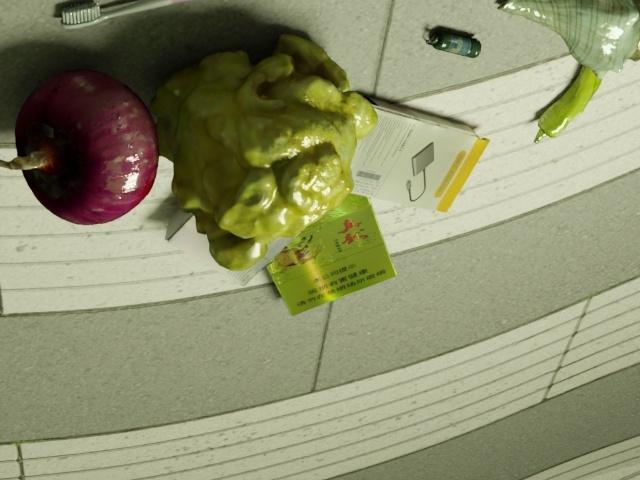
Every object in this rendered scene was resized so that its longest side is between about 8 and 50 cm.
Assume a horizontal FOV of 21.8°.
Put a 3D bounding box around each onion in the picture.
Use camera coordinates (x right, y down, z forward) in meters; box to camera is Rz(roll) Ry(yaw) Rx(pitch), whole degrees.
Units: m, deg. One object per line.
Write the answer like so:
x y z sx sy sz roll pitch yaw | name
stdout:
-0.263 -0.104 1.855 0.177 0.177 0.153 -32 -175 18 | onion

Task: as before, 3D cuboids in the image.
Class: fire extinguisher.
0.159 -0.243 2.051 0.083 0.025 0.038 8 163 -41 | fire extinguisher

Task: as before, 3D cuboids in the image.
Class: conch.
0.355 -0.272 2.050 0.234 0.114 0.137 20 118 -43 | conch

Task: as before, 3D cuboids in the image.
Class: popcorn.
-0.062 -0.104 1.910 0.242 0.250 0.235 -35 141 20 | popcorn

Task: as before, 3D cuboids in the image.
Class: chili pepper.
0.350 -0.207 2.229 0.049 0.043 0.208 18 133 -13 | chili pepper

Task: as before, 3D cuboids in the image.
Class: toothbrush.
-0.143 -0.270 1.810 0.287 0.020 0.025 -14 144 -14 | toothbrush

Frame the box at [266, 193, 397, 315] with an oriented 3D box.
0.000 0.000 2.335 0.173 0.043 0.311 -21 150 1 | box

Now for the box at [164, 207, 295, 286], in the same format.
-0.113 -0.019 2.166 0.129 0.051 0.130 32 126 -20 | box

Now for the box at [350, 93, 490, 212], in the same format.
0.108 -0.110 2.191 0.247 0.033 0.129 12 115 -44 | box
